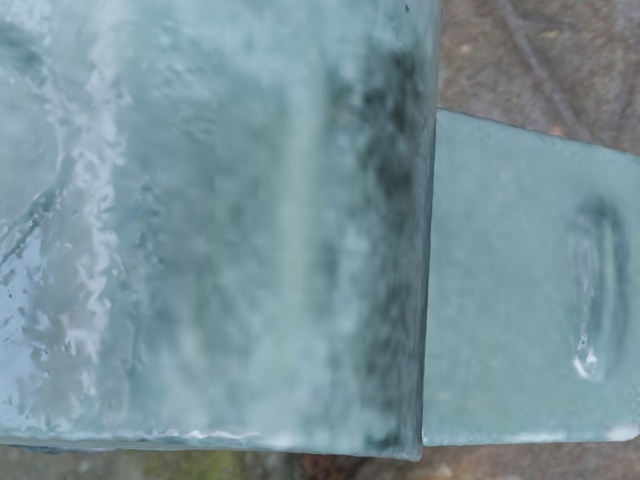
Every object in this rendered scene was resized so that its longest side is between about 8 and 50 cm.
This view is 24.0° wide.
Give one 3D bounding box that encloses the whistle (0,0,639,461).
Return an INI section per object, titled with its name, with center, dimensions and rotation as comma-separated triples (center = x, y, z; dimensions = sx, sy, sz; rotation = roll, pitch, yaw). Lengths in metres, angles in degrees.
[whistle]
center = -0.014, 0.004, 0.592
dimensions = 0.188, 0.404, 0.168
rotation = -3, 79, 33
